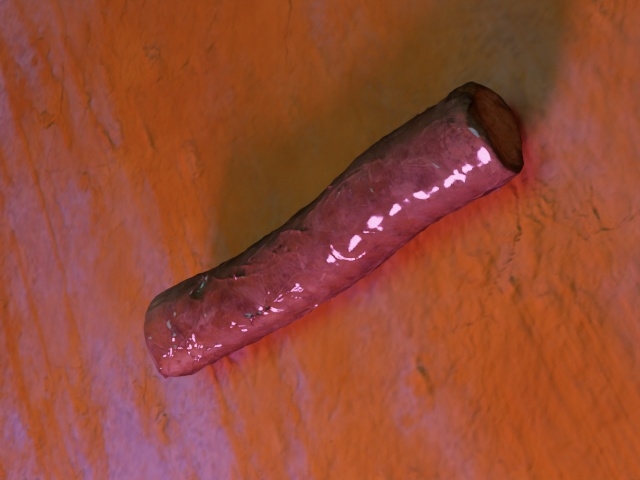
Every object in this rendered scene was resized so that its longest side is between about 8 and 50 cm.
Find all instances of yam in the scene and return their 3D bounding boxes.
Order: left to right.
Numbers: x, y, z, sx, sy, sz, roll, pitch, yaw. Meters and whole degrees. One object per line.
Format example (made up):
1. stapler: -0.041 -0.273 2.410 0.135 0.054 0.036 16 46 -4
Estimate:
1. yam: 0.000 0.000 1.285 0.356 0.081 0.081 -32 56 35
